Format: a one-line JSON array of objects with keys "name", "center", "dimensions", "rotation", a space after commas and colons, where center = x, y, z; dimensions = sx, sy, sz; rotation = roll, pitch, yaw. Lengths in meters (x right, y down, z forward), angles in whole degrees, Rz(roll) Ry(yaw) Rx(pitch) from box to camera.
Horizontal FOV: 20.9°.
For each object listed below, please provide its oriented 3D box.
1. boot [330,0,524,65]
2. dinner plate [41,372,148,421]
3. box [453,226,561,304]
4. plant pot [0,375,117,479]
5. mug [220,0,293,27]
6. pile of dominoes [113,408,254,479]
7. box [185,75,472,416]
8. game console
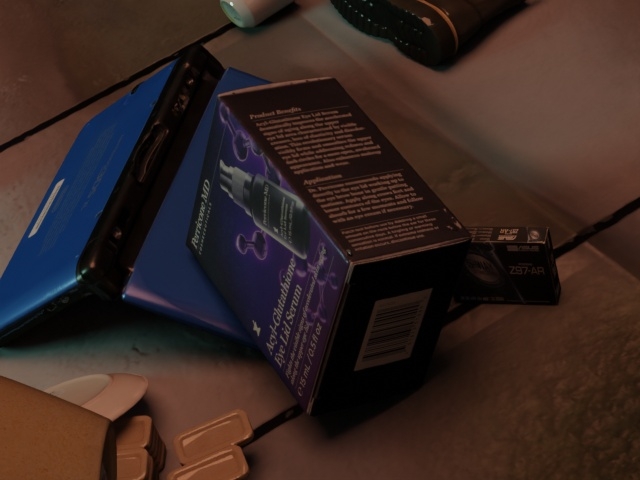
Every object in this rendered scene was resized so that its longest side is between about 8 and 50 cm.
[{"name": "boot", "center": [0.098, -0.249, 1.658], "dimensions": [0.137, 0.077, 0.198], "rotation": [-32, 55, -23]}, {"name": "dinner plate", "center": [-0.199, 0.129, 1.324], "dimensions": [0.141, 0.017, 0.141], "rotation": [-20, 12, 5]}, {"name": "box", "center": [0.138, 0.019, 1.333], "dimensions": [0.083, 0.067, 0.018], "rotation": [1, 44, 20]}, {"name": "plant pot", "center": [-0.279, 0.178, 1.157], "dimensions": [0.274, 0.256, 0.256], "rotation": [3, 42, 0]}, {"name": "mug", "center": [-0.065, -0.240, 1.720], "dimensions": [0.062, 0.078, 0.064], "rotation": [43, 74, 11]}, {"name": "pile of dominoes", "center": [-0.143, 0.238, 1.228], "dimensions": [0.196, 0.040, 0.251], "rotation": [-8, 49, 11]}, {"name": "box", "center": [0.000, 0.000, 1.296], "dimensions": [0.108, 0.153, 0.207], "rotation": [-12, 44, -31]}, {"name": "game console", "center": [-0.118, -0.009, 1.490], "dimensions": [0.250, 0.173, 0.293], "rotation": [-29, 28, 39]}]
